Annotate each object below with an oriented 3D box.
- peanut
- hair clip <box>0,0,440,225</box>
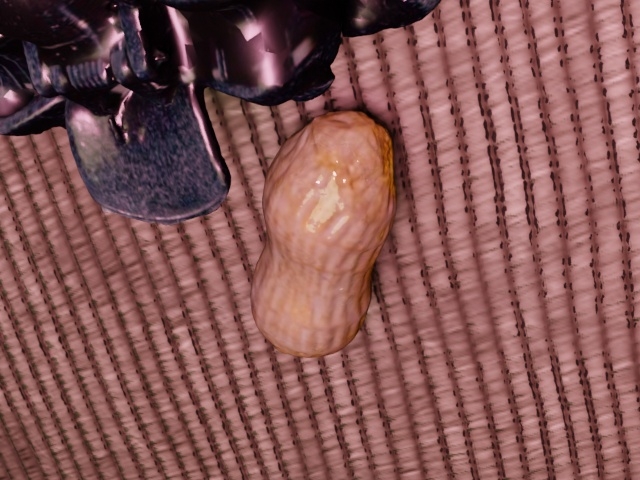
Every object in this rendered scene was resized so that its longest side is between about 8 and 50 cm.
[{"bbox_3d":[0.000,0.000,1.131,0.087,0.087,0.207,20,138,7],"label":"peanut"},{"bbox_3d":[-0.089,-0.140,0.951,0.310,0.206,0.194,-7,129,30],"label":"hair clip"}]
